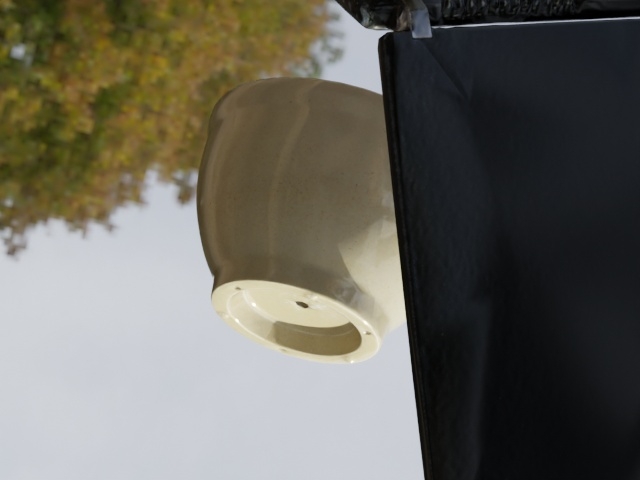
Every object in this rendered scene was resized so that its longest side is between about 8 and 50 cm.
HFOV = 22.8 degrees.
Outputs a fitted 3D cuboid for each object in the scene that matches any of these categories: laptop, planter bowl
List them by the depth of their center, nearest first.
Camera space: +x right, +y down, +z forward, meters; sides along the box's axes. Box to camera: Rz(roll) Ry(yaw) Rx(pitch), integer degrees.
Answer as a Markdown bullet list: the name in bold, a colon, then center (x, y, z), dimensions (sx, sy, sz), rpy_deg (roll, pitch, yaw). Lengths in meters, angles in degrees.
- **laptop**: center (0.080, -0.036, 0.494), dimensions (0.264, 0.234, 0.137), rpy_deg (49, -45, 42)
- **planter bowl**: center (0.000, 0.000, 0.876), dimensions (0.162, 0.162, 0.109), rpy_deg (-18, -134, 50)
